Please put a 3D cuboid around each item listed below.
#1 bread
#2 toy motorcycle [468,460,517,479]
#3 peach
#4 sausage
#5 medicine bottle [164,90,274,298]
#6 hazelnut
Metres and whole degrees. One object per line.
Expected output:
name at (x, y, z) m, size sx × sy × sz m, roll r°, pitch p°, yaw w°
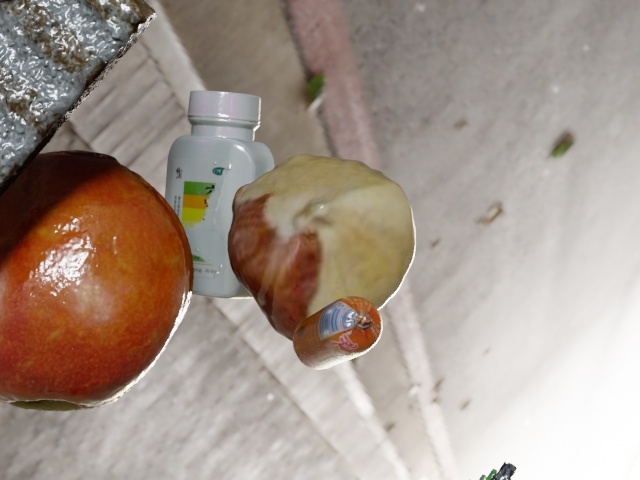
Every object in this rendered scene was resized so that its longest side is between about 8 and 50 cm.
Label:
bread at (-0.385, -0.166, 1.626) m, size 0.416 × 0.165 × 0.113 m, roll -49°, pitch -179°, yaw 2°
toy motorcycle at (0.208, 0.384, 1.881) m, size 0.190 × 0.074 × 0.106 m, roll -46°, pitch 165°, yaw -35°
peach at (-0.348, 0.052, 1.900) m, size 0.373 × 0.373 × 0.290 m, roll -51°, pitch 145°, yaw 16°
sausage at (0.022, 0.108, 1.622) m, size 0.071 × 0.071 × 0.234 m, roll -42°, pitch 180°, yaw -16°
medicine bottle at (-0.150, -0.067, 2.013) m, size 0.111 × 0.161 × 0.296 m, roll 4°, pitch 93°, yaw -59°
hazelnut at (0.000, 0.000, 1.826) m, size 0.261 × 0.261 × 0.241 m, roll -42°, pitch 153°, yaw -14°
